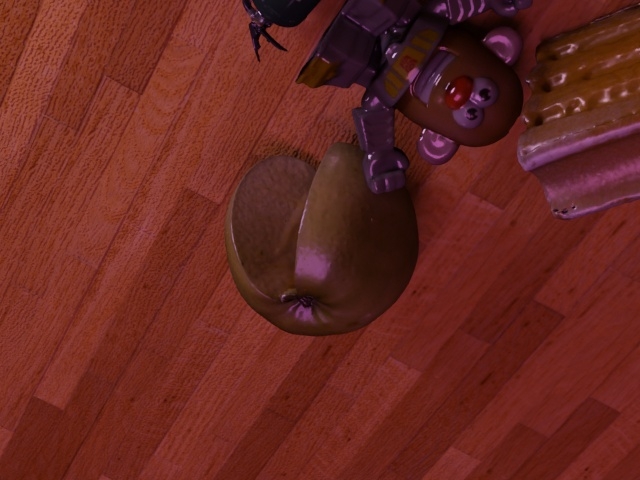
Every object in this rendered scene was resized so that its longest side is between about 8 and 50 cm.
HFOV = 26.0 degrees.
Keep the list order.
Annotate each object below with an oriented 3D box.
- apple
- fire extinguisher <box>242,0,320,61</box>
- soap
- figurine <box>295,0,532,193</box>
[{"bbox_3d":[0.000,0.000,2.033,0.292,0.254,0.292,11,144,8],"label":"apple"},{"bbox_3d":[-0.023,-0.363,1.867,0.118,0.093,0.294,52,128,6],"label":"fire extinguisher"},{"bbox_3d":[0.431,-0.192,1.749,0.335,0.293,0.156,-19,124,26],"label":"soap"},{"bbox_3d":[0.143,-0.233,1.872,0.285,0.167,0.342,34,125,-9],"label":"figurine"}]
